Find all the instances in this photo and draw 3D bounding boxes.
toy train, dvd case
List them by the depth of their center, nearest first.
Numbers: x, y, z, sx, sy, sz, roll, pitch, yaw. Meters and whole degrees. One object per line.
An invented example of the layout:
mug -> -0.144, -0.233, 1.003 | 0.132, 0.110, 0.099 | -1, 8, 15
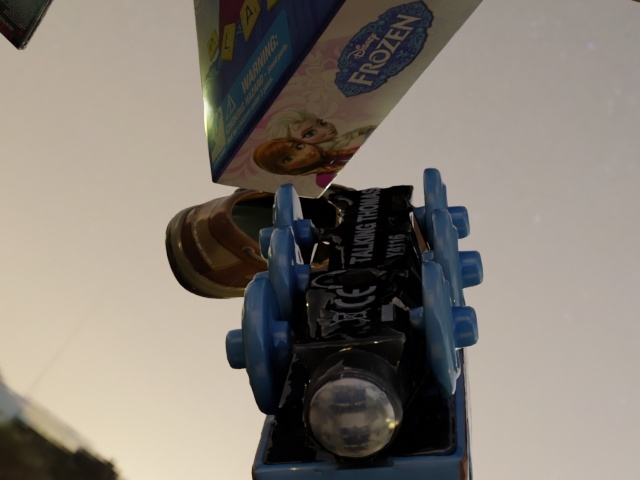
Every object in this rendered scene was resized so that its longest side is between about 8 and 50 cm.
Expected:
toy train -> 0.019, 0.042, 0.504 | 0.184, 0.080, 0.105 | -79, 162, -70
dvd case -> -0.250, -0.232, 1.239 | 0.087, 0.119, 0.013 | 43, 25, 14

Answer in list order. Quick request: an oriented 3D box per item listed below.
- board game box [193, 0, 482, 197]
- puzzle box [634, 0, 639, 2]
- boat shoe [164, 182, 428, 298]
board game box -> 0.020, -0.236, 0.693 | 0.066, 0.318, 0.318 | 7, -33, -25
puzzle box -> 0.332, -0.375, 1.488 | 0.272, 0.052, 0.409 | 14, -22, -11
boat shoe -> 0.000, 0.000, 1.529 | 0.120, 0.324, 0.122 | -32, -111, 46
